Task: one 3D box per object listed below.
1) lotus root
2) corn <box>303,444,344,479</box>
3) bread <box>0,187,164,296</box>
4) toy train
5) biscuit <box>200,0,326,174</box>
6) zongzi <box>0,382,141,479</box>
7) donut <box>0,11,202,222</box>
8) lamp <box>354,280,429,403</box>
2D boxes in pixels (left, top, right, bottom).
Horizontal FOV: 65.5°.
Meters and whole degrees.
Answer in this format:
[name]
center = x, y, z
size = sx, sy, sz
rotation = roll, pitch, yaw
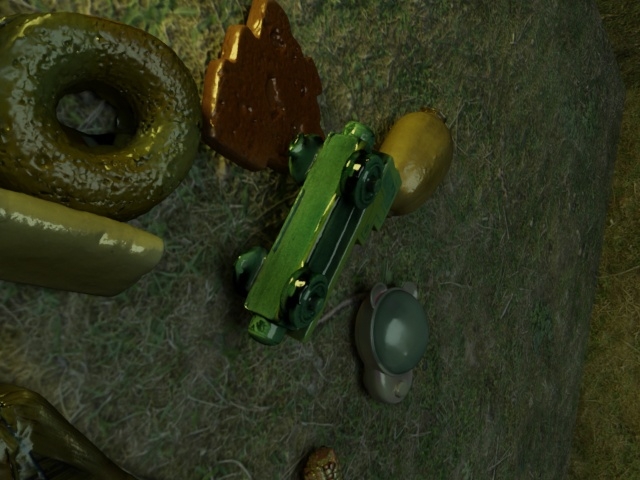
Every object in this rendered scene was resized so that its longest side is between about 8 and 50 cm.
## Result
[lotus root]
center = 0.189, -0.165, 1.013
size = 0.146, 0.130, 0.303
rotation = 54, 55, -33
[corn]
center = 0.019, 0.508, 0.886
size = 0.092, 0.092, 0.281
rotation = -20, 101, -44
[bread]
center = -0.281, 0.008, 0.539
size = 0.178, 0.139, 0.060
rotation = 23, 49, -45
[toy train]
center = 0.000, 0.000, 0.801
size = 0.369, 0.150, 0.237
rotation = -64, 157, -9
[biscuit]
center = -0.089, -0.214, 0.763
size = 0.306, 0.043, 0.284
rotation = -47, 128, -48
[zongzi]
center = -0.260, 0.264, 0.579
size = 0.289, 0.122, 0.260
rotation = -13, 97, -55
[donut]
center = -0.256, -0.142, 0.576
size = 0.272, 0.107, 0.272
rotation = 0, 90, -44
[lamp]
center = 0.152, 0.207, 1.000
size = 0.179, 0.107, 0.246
rotation = 3, 89, -42
